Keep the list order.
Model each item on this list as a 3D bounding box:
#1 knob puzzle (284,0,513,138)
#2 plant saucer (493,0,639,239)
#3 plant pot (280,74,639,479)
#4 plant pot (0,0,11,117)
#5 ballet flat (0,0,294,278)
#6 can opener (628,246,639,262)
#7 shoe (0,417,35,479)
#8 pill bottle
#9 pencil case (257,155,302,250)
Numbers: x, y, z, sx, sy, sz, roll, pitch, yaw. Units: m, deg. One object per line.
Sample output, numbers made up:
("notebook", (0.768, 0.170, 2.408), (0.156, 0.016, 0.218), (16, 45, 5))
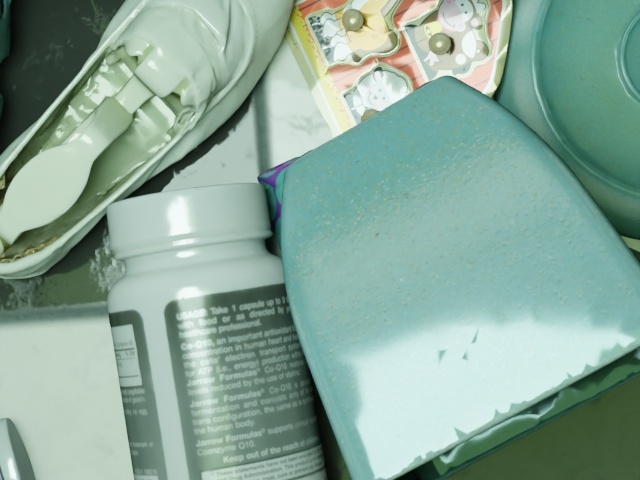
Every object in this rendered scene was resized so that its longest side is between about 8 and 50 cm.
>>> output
("knob puzzle", (0.077, -0.170, 1.254), (0.213, 0.030, 0.213), (1, 92, 13))
("plant saucer", (0.306, -0.157, 1.245), (0.317, 0.044, 0.318), (0, 89, 5))
("plant pot", (0.102, 0.026, 1.095), (0.247, 0.247, 0.252), (-30, 76, 8))
("plant pot", (-0.445, -0.159, 1.155), (0.334, 0.341, 0.341), (8, 90, 4))
("ballet flat", (-0.161, -0.112, 1.227), (0.139, 0.139, 0.400), (44, 95, 4))
("can opener", (0.171, 0.008, 1.242), (0.280, 0.074, 0.093), (20, 107, 4))
("shoe", (-0.289, 0.251, 1.274), (0.081, 0.063, 0.178), (-14, 92, -1))
("pill bottle", (-0.090, 0.100, 1.213), (0.161, 0.161, 0.283), (-9, 88, 4))
("pencil case", (0.000, 0.000, 1.255), (0.070, 0.064, 0.152), (-19, 86, -34))
